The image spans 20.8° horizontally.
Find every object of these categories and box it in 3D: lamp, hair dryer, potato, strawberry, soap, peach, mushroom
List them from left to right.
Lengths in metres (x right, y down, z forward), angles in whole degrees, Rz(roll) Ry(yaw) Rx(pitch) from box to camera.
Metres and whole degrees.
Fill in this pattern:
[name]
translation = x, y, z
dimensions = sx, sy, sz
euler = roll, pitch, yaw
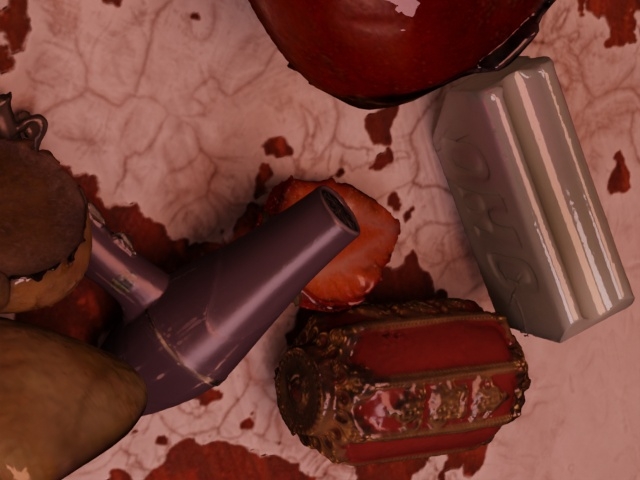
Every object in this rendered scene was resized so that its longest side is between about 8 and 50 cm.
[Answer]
[potato]
translation = -0.298, -0.022, 1.561
dimensions = 0.138, 0.243, 0.098
euler = -33, 150, -37
[mushroom]
translation = -0.300, 0.129, 1.590
dimensions = 0.217, 0.292, 0.212
euler = -39, 95, -36
[hair dryer]
translation = -0.174, -0.018, 1.650
dimensions = 0.301, 0.121, 0.361
euler = -39, 113, 17
[strawberry]
translation = 0.000, 0.000, 1.801
dimensions = 0.187, 0.082, 0.147
euler = -14, 95, -35
[peach]
translation = 0.062, -0.329, 1.553
dimensions = 0.353, 0.339, 0.417
euler = -17, 106, -44
[lamp]
translation = 0.090, 0.149, 1.854
dimensions = 0.274, 0.177, 0.177
euler = -1, 108, -31
[soap]
translation = 0.213, -0.045, 1.838
dimensions = 0.095, 0.173, 0.289
euler = -27, 107, -19
